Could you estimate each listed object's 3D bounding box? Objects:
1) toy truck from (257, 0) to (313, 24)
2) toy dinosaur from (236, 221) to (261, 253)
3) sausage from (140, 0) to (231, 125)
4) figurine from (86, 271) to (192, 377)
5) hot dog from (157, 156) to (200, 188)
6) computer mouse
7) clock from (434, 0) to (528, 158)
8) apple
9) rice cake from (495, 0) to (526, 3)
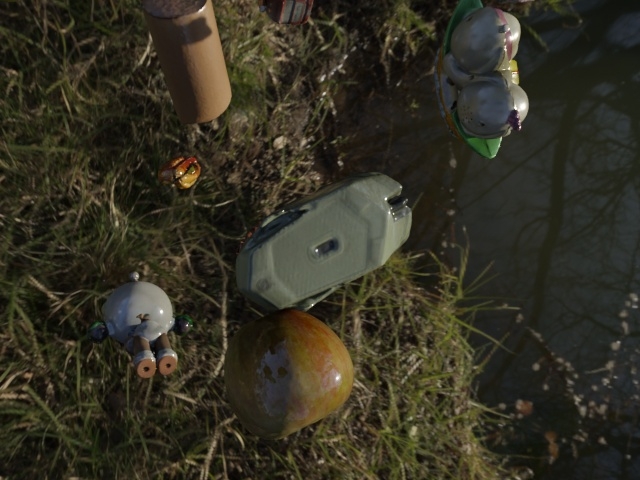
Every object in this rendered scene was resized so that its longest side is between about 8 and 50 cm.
[{"bbox_3d":[-0.111,-0.692,1.568,0.135,0.114,0.271,-11,64,-21],"label":"toy truck"},{"bbox_3d":[-0.156,-0.017,1.499,0.049,0.055,0.154,50,63,-10],"label":"toy dinosaur"},{"bbox_3d":[-0.242,-0.343,1.120,0.123,0.253,0.123,-2,52,2],"label":"sausage"},{"bbox_3d":[-0.251,0.127,0.843,0.147,0.197,0.094,-1,125,-27],"label":"figurine"},{"bbox_3d":[-0.224,-0.114,0.968,0.062,0.144,0.038,11,104,-5],"label":"hot dog"},{"bbox_3d":[0.001,-0.002,1.330,0.428,0.145,0.228,-27,106,-12],"label":"computer mouse"},{"bbox_3d":[0.228,-0.231,0.842,0.103,0.144,0.231,-16,100,-17],"label":"clock"},{"bbox_3d":[-0.067,0.259,1.192,0.256,0.257,0.234,-17,72,-20],"label":"apple"},{"bbox_3d":[0.392,-0.599,1.045,0.070,0.399,0.064,-8,49,-9],"label":"rice cake"}]
